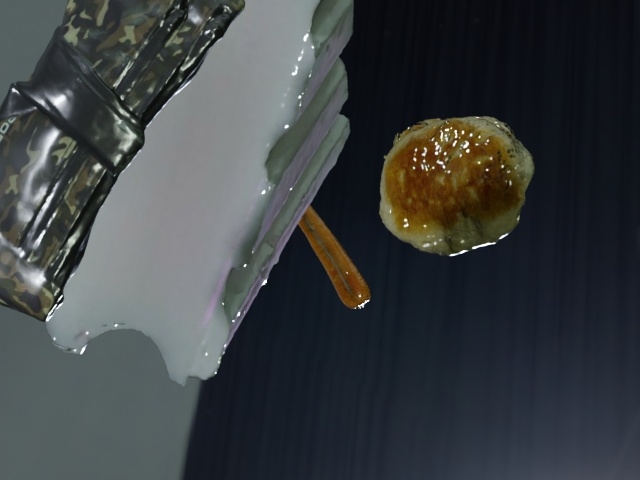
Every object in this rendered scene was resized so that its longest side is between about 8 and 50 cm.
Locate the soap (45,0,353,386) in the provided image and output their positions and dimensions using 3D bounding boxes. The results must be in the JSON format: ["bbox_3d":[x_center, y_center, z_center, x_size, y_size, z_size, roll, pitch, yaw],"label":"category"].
[{"bbox_3d":[-0.090,-0.083,0.904,0.158,0.302,0.258,19,141,9],"label":"soap"}]

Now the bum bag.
[{"bbox_3d":[-0.144,-0.076,0.715,0.102,0.248,0.069,31,173,-1],"label":"bum bag"}]

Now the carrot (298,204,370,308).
[{"bbox_3d":[0.000,0.000,1.425,0.037,0.190,0.037,-33,175,-3],"label":"carrot"}]

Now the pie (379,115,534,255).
[{"bbox_3d":[0.152,-0.066,1.353,0.193,0.163,0.079,-15,169,27],"label":"pie"}]
